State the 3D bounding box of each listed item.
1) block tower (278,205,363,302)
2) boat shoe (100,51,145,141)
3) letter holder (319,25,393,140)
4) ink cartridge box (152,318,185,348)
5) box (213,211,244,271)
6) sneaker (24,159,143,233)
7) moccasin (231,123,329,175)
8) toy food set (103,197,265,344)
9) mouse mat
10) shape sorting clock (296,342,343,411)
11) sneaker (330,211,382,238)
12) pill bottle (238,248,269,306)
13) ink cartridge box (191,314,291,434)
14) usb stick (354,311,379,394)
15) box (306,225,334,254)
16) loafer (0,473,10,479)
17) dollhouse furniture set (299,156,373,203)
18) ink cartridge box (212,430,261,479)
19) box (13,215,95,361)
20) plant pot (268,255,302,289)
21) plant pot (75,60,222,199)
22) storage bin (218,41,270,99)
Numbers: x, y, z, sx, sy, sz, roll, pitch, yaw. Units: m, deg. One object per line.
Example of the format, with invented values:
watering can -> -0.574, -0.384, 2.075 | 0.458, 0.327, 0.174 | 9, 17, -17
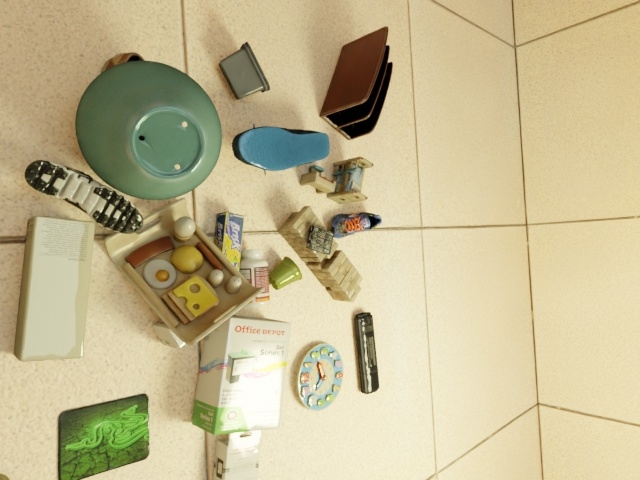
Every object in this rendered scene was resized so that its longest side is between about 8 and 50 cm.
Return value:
block tower -> 0.005, 0.047, 1.384 | 0.335, 0.097, 0.091 | 54, 55, -28
boat shoe -> -0.421, -0.260, 0.995 | 0.123, 0.117, 0.323 | -11, 95, -42
letter holder -> 0.158, -0.517, 1.474 | 0.152, 0.215, 0.301 | 31, 67, -37
ink cartridge box -> -0.317, 0.192, 1.073 | 0.135, 0.099, 0.056 | -36, 111, -38
box -> -0.246, 0.013, 1.181 | 0.059, 0.054, 0.168 | 11, 79, -42
sneaker -> -0.480, -0.095, 0.934 | 0.234, 0.106, 0.078 | 32, 92, -25
moccasin -> -0.119, -0.255, 1.279 | 0.342, 0.117, 0.137 | -7, 104, -47
toy food set -> -0.305, 0.062, 1.030 | 0.306, 0.092, 0.220 | 47, 52, 6
mouse mat -> -0.470, 0.431, 0.982 | 0.190, 0.007, 0.152 | 0, 87, -43
shape sorting clock -> 0.004, 0.425, 1.391 | 0.206, 0.040, 0.206 | 3, 86, -42
sneaker -> 0.121, -0.060, 1.497 | 0.221, 0.087, 0.083 | -20, 100, -42
pill bottle -> -0.183, 0.099, 1.210 | 0.086, 0.086, 0.151 | -2, 89, -43
ink cartridge box -> -0.199, 0.337, 1.159 | 0.202, 0.117, 0.277 | 15, 77, -41
usb stick -> 0.159, 0.387, 1.533 | 0.077, 0.045, 0.277 | -7, 92, -36
box -> 0.000, 0.000, 1.304 | 0.083, 0.018, 0.067 | 19, 76, -40
loafer -> -0.600, 0.511, 0.827 | 0.056, 0.050, 0.147 | -2, 89, -43
dollhouse furniture set -> 0.055, -0.211, 1.419 | 0.184, 0.129, 0.129 | 22, 73, -40
ink cartridge box -> -0.218, 0.575, 1.165 | 0.104, 0.060, 0.179 | 11, 80, -41
box -> -0.529, 0.094, 0.890 | 0.113, 0.094, 0.274 | 9, 81, -41
plant pot -> -0.109, 0.101, 1.291 | 0.079, 0.083, 0.083 | -36, 112, -26
plant pot -> -0.320, -0.205, 0.890 | 0.291, 0.195, 0.289 | -11, 113, -27
storage bin -> -0.214, -0.456, 1.225 | 0.091, 0.098, 0.135 | -30, 110, -10
